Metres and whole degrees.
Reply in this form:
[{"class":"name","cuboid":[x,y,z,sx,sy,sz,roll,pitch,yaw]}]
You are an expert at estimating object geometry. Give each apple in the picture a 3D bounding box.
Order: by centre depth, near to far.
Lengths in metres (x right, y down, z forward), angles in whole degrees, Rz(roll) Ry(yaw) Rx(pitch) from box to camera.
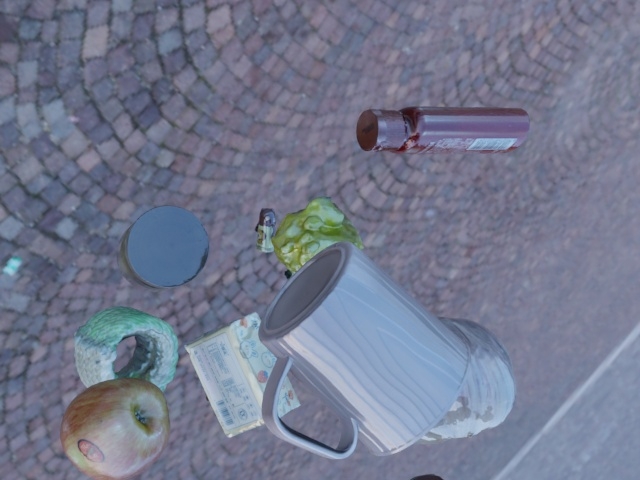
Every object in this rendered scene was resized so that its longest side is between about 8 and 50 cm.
[{"class":"apple","cuboid":[-0.283,0.262,1.315,0.131,0.146,0.146,-36,162,32]}]

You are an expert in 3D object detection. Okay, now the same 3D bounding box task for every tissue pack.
[{"class":"tissue pack","cuboid":[-0.146,0.248,1.737,0.148,0.196,0.092,-27,178,38]}]

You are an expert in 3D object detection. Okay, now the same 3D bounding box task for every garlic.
[{"class":"garlic","cuboid":[0.245,0.272,1.879,0.317,0.259,0.317,-25,171,-4]}]

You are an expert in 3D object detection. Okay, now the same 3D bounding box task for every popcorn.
[{"class":"popcorn","cuboid":[-0.007,0.009,1.677,0.142,0.173,0.173,-36,160,28]}]

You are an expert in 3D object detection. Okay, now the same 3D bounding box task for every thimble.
[{"class":"thimble","cuboid":[-0.433,0.252,2.059,0.219,0.150,0.219,-15,111,-45]}]

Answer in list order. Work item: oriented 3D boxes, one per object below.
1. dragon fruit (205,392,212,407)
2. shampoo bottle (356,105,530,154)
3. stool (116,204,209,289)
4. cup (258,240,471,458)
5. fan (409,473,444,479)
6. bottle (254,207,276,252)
[{"class":"dragon fruit","cuboid":[-0.221,0.333,2.154,0.081,0.086,0.116,123,-12,-54]},{"class":"shampoo bottle","cuboid":[0.210,-0.189,1.609,0.314,0.076,0.118,-4,171,-30]},{"class":"stool","cuboid":[-0.361,0.024,2.111,0.179,0.179,0.264,-41,-173,-16]},{"class":"cup","cuboid":[0.044,0.183,1.416,0.288,0.273,0.208,-45,-164,2]},{"class":"fan","cuboid":[0.236,0.510,1.925,0.085,0.133,0.005,-26,112,-43]},{"class":"bottle","cuboid":[-0.125,-0.026,2.142,0.047,0.063,0.101,-36,133,-60]}]
